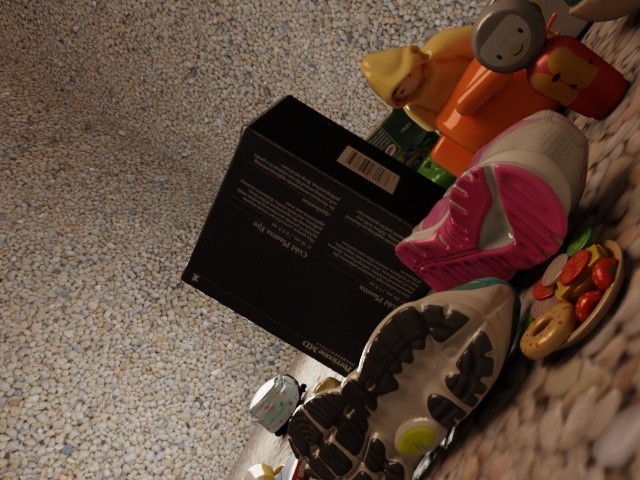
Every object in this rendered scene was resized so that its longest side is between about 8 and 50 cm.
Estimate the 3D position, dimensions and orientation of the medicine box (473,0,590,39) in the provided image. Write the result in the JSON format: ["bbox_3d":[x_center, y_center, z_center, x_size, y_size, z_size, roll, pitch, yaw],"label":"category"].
[{"bbox_3d":[0.338,-0.351,0.996,0.263,0.149,0.289,-59,-1,37],"label":"medicine box"}]

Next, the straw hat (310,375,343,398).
[{"bbox_3d":[0.015,0.238,0.818,0.144,0.061,0.144,-58,-2,-3],"label":"straw hat"}]

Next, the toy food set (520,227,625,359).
[{"bbox_3d":[0.154,0.033,0.346,0.083,0.020,0.082,-59,-2,28],"label":"toy food set"}]

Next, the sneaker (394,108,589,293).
[{"bbox_3d":[0.150,-0.016,0.478,0.111,0.103,0.252,-46,-6,-22],"label":"sneaker"}]

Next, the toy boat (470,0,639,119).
[{"bbox_3d":[0.277,-0.275,0.528,0.318,0.148,0.267,-57,-1,-5],"label":"toy boat"}]

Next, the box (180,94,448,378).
[{"bbox_3d":[0.000,0.000,0.904,0.312,0.343,0.179,-58,0,33],"label":"box"}]

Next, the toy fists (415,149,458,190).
[{"bbox_3d":[0.212,-0.098,1.051,0.142,0.096,0.279,-53,-4,-11],"label":"toy fists"}]

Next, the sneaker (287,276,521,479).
[{"bbox_3d":[0.067,0.132,0.459,0.110,0.107,0.275,-25,-22,-50],"label":"sneaker"}]

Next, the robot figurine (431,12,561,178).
[{"bbox_3d":[0.234,-0.177,0.711,0.219,0.158,0.128,-58,27,18],"label":"robot figurine"}]

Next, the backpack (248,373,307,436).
[{"bbox_3d":[-0.118,0.429,1.457,0.151,0.115,0.182,-55,1,1],"label":"backpack"}]

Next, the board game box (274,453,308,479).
[{"bbox_3d":[-0.072,0.406,0.783,0.145,0.027,0.281,-57,-1,17],"label":"board game box"}]

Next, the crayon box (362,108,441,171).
[{"bbox_3d":[0.169,-0.154,1.185,0.203,0.083,0.323,-44,-19,19],"label":"crayon box"}]

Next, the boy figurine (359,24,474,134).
[{"bbox_3d":[0.190,-0.230,0.798,0.285,0.092,0.177,2,-43,-34],"label":"boy figurine"}]

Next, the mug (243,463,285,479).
[{"bbox_3d":[-0.101,0.435,1.006,0.078,0.062,0.064,-64,8,-15],"label":"mug"}]
